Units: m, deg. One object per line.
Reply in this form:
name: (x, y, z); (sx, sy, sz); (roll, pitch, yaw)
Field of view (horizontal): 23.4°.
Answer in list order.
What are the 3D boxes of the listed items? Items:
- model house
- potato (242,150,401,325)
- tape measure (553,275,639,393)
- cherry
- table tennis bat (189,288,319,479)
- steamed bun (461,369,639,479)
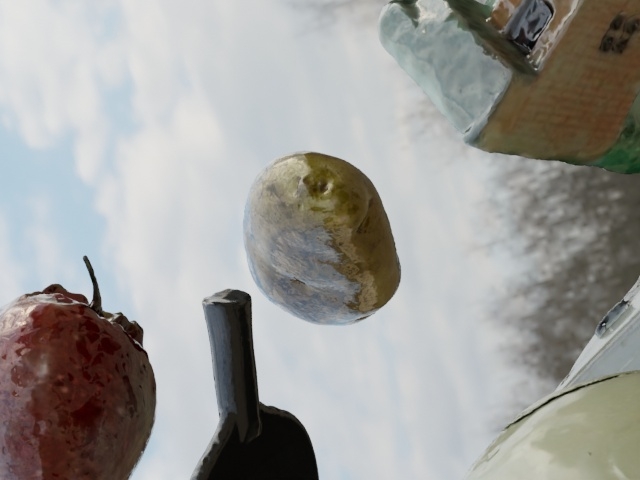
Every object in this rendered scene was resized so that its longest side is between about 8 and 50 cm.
model house: (0.250, -0.243, 1.337); (0.267, 0.325, 0.194); (6, -143, -41)
potato: (0.000, 0.000, 1.886); (0.369, 0.176, 0.195); (84, 160, -68)
tape measure: (0.354, 0.102, 1.603); (0.130, 0.258, 0.265); (37, -142, 5)
cherry: (-0.238, 0.160, 1.405); (0.192, 0.175, 0.249); (90, 178, -70)
table tennis bat: (-0.047, 0.145, 0.985); (0.150, 0.027, 0.236); (-30, -60, -52)
steamed bun: (0.222, 0.208, 1.066); (0.312, 0.334, 0.233); (13, -136, -40)
